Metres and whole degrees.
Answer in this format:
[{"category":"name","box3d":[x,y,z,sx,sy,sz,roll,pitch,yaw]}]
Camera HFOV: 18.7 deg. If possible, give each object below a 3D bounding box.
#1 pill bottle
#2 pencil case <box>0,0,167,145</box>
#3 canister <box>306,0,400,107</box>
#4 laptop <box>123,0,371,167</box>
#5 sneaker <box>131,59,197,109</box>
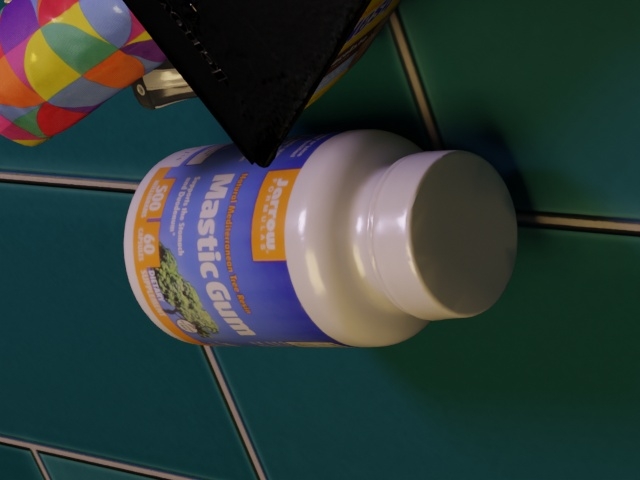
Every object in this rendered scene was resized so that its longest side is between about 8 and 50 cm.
[{"category":"pill bottle","box3d":[0.000,0.000,1.375,0.272,0.152,0.152,-3,121,46]},{"category":"pencil case","box3d":[-0.148,-0.149,1.286,0.236,0.104,0.104,-25,104,40]},{"category":"canister","box3d":[0.013,-0.163,1.238,0.073,0.126,0.170,43,145,4]},{"category":"laptop","box3d":[-0.020,-0.304,0.923,0.408,0.236,0.382,-39,84,12]},{"category":"sneaker","box3d":[-0.152,-0.194,1.391,0.282,0.099,0.153,23,135,24]}]
